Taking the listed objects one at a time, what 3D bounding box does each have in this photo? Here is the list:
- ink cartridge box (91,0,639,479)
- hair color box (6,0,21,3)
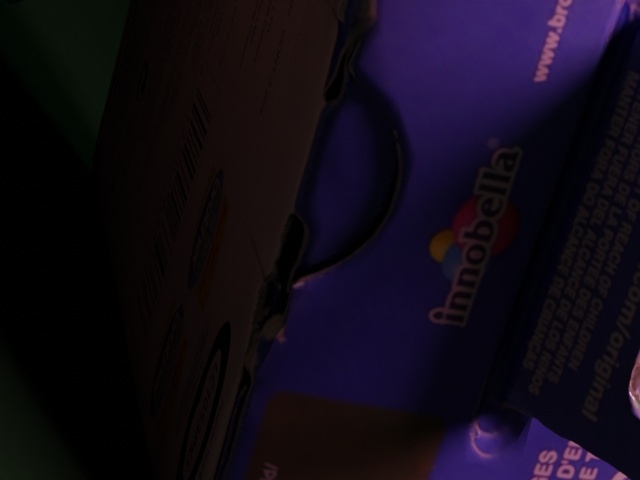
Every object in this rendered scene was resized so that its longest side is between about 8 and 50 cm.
[{"bbox_3d":[0.033,-0.057,0.492,0.151,0.270,0.395,11,21,-16],"label":"ink cartridge box"},{"bbox_3d":[-0.210,-0.299,0.637,0.374,0.113,0.185,57,3,2],"label":"hair color box"}]
